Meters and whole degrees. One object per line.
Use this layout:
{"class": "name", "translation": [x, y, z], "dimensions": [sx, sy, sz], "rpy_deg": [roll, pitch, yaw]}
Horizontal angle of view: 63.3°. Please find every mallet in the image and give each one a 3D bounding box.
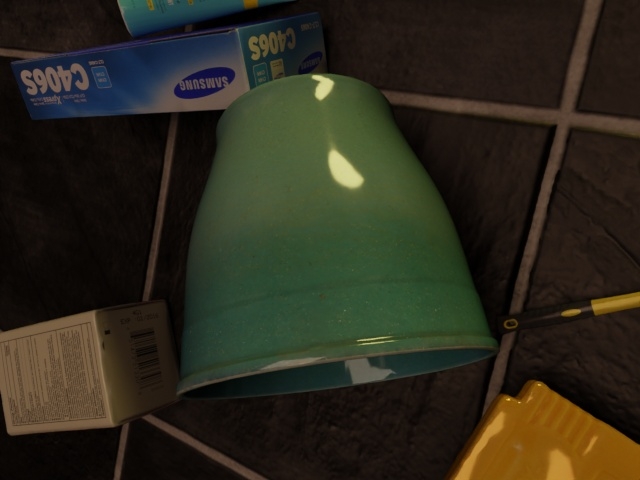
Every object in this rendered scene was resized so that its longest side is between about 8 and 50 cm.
{"class": "mallet", "translation": [0.252, 0.050, 0.468], "dimensions": [0.189, 0.039, 0.063], "rpy_deg": [-10, 86, 33]}

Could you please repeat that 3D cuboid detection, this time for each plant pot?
{"class": "plant pot", "translation": [0.000, 0.000, 0.487], "dimensions": [0.271, 0.271, 0.255], "rpy_deg": [-18, 69, 28]}

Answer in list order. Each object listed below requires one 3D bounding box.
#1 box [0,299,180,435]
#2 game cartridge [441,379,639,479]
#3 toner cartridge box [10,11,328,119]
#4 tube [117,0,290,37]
{"class": "box", "translation": [-0.330, 0.179, 0.738], "dimensions": [0.232, 0.126, 0.149], "rpy_deg": [-14, 85, 29]}
{"class": "game cartridge", "translation": [0.223, 0.312, 0.404], "dimensions": [0.323, 0.053, 0.285], "rpy_deg": [33, 87, 14]}
{"class": "toner cartridge box", "translation": [-0.183, -0.204, 0.619], "dimensions": [0.347, 0.165, 0.075], "rpy_deg": [5, 119, 29]}
{"class": "tube", "translation": [-0.136, -0.299, 0.629], "dimensions": [0.207, 0.052, 0.080], "rpy_deg": [-18, 86, -5]}
